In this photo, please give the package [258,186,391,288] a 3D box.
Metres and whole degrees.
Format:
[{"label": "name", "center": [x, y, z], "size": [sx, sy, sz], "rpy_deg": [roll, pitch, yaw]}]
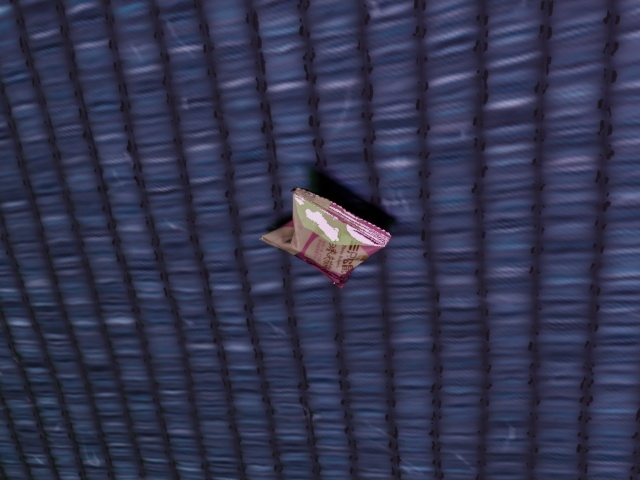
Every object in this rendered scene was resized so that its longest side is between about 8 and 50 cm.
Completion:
[{"label": "package", "center": [0.000, 0.000, 0.870], "size": [0.059, 0.029, 0.083], "rpy_deg": [29, 154, -5]}]
